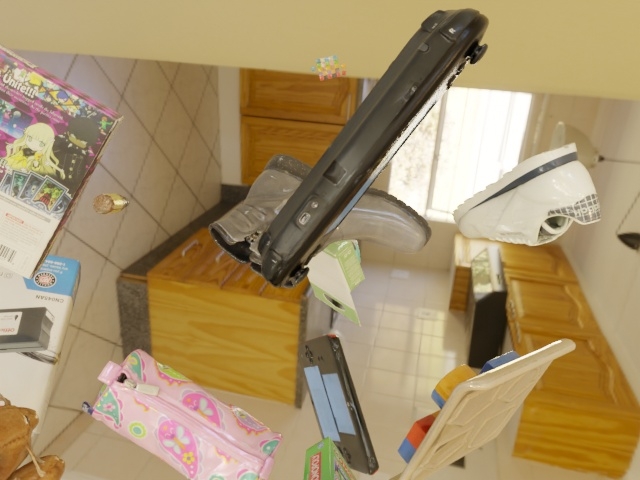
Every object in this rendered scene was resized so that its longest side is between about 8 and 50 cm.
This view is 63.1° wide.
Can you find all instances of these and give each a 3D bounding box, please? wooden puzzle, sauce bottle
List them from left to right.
[{"bbox_3d":[-0.426,-0.076,1.070,0.128,0.042,0.042,-139,-124,-83],"label":"sauce bottle"},{"bbox_3d":[0.019,-0.403,1.218,0.006,0.083,0.049,-100,178,-75],"label":"wooden puzzle"},{"bbox_3d":[0.292,0.320,1.002,0.322,0.080,0.347,-7,134,-38],"label":"wooden puzzle"}]

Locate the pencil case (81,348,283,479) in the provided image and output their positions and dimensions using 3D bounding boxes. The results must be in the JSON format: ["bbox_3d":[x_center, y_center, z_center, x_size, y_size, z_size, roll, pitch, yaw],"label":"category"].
[{"bbox_3d":[-0.201,0.276,0.784,0.124,0.284,0.124,-57,180,1],"label":"pencil case"}]

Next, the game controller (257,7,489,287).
[{"bbox_3d":[0.053,-0.085,0.536,0.319,0.067,0.166,-51,168,14],"label":"game controller"}]

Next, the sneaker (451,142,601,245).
[{"bbox_3d":[0.246,-0.032,0.656,0.094,0.090,0.235,64,-15,9],"label":"sneaker"}]

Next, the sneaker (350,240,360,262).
[{"bbox_3d":[0.038,0.028,1.239,0.166,0.076,0.064,-164,-119,-67],"label":"sneaker"}]

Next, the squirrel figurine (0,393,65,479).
[{"bbox_3d":[-0.585,0.384,0.746,0.397,0.281,0.370,-16,155,-37],"label":"squirrel figurine"}]

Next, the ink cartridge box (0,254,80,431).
[{"bbox_3d":[-0.737,0.222,1.175,0.166,0.286,0.394,140,-42,-58],"label":"ink cartridge box"}]

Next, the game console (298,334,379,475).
[{"bbox_3d":[0.038,0.477,1.543,0.342,0.060,0.386,135,-62,-69],"label":"game console"}]

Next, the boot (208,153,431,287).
[{"bbox_3d":[0.000,0.000,0.897,0.118,0.338,0.222,92,24,-52],"label":"boot"}]

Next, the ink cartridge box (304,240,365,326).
[{"bbox_3d":[0.025,0.069,1.177,0.056,0.171,0.235,-41,133,-20],"label":"ink cartridge box"}]

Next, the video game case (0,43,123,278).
[{"bbox_3d":[-0.361,-0.100,0.538,0.210,0.232,0.042,-57,-163,12],"label":"video game case"}]

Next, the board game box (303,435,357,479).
[{"bbox_3d":[0.076,0.441,0.680,0.317,0.046,0.213,58,1,-2],"label":"board game box"}]
